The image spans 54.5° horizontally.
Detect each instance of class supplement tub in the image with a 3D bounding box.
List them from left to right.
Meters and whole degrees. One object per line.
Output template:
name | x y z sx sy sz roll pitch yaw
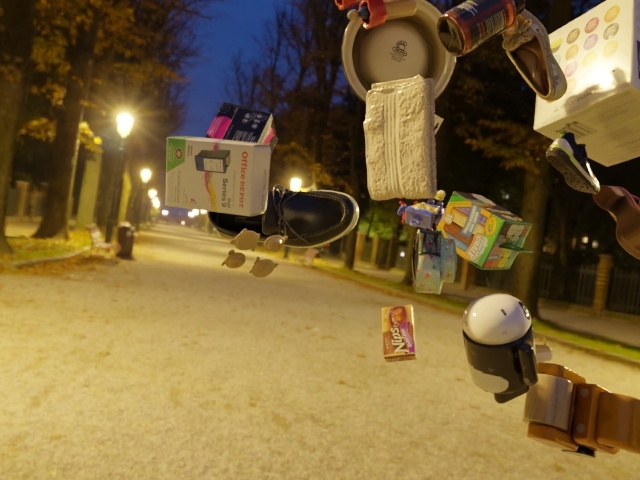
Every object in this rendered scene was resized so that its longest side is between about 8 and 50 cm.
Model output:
supplement tub | 0.372 -0.510 1.425 0.197 0.106 0.106 -32 10 -12

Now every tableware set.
tableware set | -0.170 0.033 1.605 0.168 0.141 0.020 14 33 -35

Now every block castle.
block castle | 0.130 -0.863 1.764 0.212 0.454 0.303 -14 39 -14

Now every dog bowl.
dog bowl | 0.263 -0.650 2.210 0.407 0.408 0.150 8 7 -8

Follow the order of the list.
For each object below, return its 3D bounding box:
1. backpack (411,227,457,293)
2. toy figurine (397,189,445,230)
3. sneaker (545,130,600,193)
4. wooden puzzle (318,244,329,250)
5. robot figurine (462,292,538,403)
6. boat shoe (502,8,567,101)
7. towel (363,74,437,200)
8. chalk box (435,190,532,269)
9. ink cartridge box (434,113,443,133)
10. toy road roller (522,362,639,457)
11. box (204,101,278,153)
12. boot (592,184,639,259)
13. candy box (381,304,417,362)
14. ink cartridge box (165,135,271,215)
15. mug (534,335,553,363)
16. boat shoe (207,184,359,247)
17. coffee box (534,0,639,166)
backpack | 0.358 0.077 1.966 0.144 0.189 0.166 11 -21 13
toy figurine | 0.421 -0.070 2.374 0.362 0.191 0.217 20 30 28
sneaker | 0.702 -0.212 1.679 0.234 0.097 0.084 35 -5 -35
wooden puzzle | 0.000 0.000 2.194 0.049 0.083 0.006 -12 20 16
robot figurine | 0.450 0.266 1.555 0.209 0.278 0.173 2 28 33
boat shoe | 0.558 -0.501 1.650 0.104 0.285 0.089 -36 -12 38
towel | 0.187 -0.236 1.461 0.049 0.283 0.187 -9 8 -44
chalk box | 0.553 -0.016 2.043 0.180 0.179 0.289 4 27 -42
ink cartridge box | 0.298 -0.356 1.801 0.115 0.063 0.029 34 30 12
toy road roller | 0.730 0.472 1.684 0.329 0.203 0.240 28 -22 -33
box | -0.245 -0.252 1.814 0.163 0.247 0.142 16 -24 12
boot | 0.963 -0.049 1.882 0.220 0.109 0.283 7 40 -38
candy box | 0.268 0.316 2.118 0.109 0.187 0.053 -8 -37 15
ink cartridge box | -0.225 -0.143 1.364 0.212 0.155 0.093 8 12 15
mug | 0.663 0.335 1.871 0.064 0.078 0.062 -6 35 5
boat shoe | -0.128 -0.076 1.969 0.499 0.187 0.156 0 -9 17
coffee box | 0.888 -0.469 1.851 0.338 0.335 0.337 18 -19 -25
